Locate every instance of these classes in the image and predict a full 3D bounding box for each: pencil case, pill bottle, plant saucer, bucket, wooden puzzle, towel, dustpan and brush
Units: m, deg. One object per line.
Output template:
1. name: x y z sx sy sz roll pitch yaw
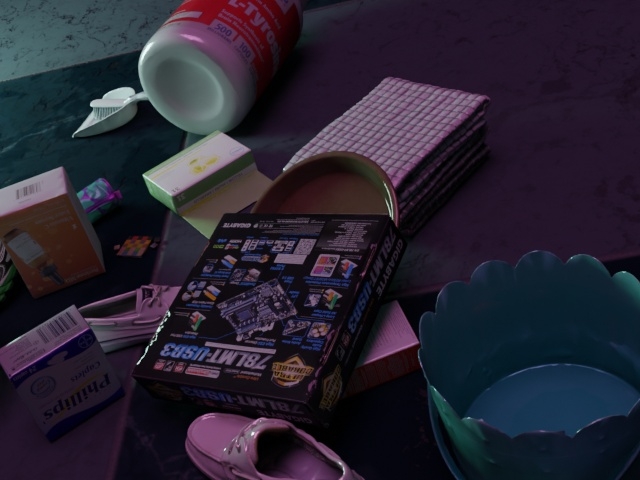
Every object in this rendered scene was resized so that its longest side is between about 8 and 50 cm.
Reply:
1. pencil case: -0.429 -0.047 1.737 0.152 0.064 0.070 -39 26 -24
2. pill bottle: -0.173 -0.411 1.954 0.229 0.229 0.407 3 42 25
3. plant saucer: 0.000 0.000 1.435 0.278 0.041 0.277 -15 60 29
4. bucket: 0.253 0.166 1.095 0.281 0.183 0.281 -12 37 9
5. wooden puzzle: -0.313 0.011 1.665 0.083 0.006 0.049 2 41 24
6. towel: 0.116 -0.135 1.587 0.235 0.121 0.284 19 52 41
7. dustpan and brush: -0.407 -0.279 2.022 0.211 0.060 0.147 -1 40 22

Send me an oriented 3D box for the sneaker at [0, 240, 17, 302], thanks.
1. sneaker: -0.650 0.090 1.590 0.343 0.146 0.134 -34 40 -21

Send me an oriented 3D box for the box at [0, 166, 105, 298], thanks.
1. box: -0.447 -0.012 1.612 0.130 0.170 0.091 -22 36 -5

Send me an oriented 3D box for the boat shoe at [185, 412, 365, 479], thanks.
1. boat shoe: -0.061 0.254 1.183 0.277 0.096 0.098 12 48 35

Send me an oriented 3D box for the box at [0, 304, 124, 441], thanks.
1. box: -0.358 0.184 1.357 0.126 0.137 0.072 -32 41 -18

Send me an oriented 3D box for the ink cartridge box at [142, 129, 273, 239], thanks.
1. ink cartridge box: -0.182 -0.099 1.712 0.171 0.056 0.235 -33 38 -20

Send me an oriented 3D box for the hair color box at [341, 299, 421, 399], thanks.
1. hair color box: 0.043 0.153 1.304 0.167 0.053 0.093 -20 39 -4

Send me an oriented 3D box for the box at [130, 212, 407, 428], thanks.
1. box: -0.067 0.092 1.314 0.296 0.073 0.293 1 53 35

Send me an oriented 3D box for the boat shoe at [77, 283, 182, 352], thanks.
1. boat shoe: -0.255 0.105 1.465 0.226 0.075 0.083 -20 38 -3
